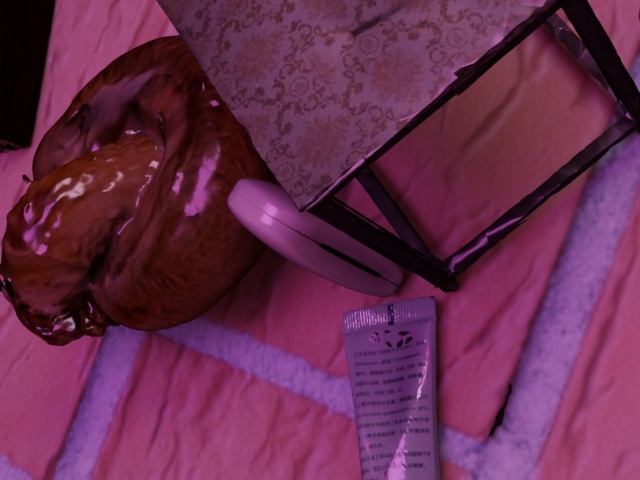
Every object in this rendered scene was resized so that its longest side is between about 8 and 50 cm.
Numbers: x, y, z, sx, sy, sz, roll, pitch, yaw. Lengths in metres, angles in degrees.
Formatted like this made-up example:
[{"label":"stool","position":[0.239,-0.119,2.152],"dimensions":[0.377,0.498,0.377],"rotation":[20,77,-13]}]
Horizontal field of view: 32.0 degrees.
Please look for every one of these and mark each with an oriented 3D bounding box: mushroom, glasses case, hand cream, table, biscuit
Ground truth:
[{"label":"mushroom","position":[-0.155,-0.030,0.969],"dimensions":[0.283,0.195,0.263],"rotation":[-41,53,-4]},{"label":"glasses case","position":[0.000,0.000,0.878],"dimensions":[0.074,0.193,0.049],"rotation":[35,95,37]},{"label":"hand cream","position":[0.063,0.209,0.872],"dimensions":[0.085,0.058,0.331],"rotation":[-13,72,27]},{"label":"table","position":[0.043,-0.172,0.851],"dimensions":[0.222,0.272,0.335],"rotation":[-41,62,13]},{"label":"biscuit","position":[-0.342,-0.226,1.169],"dimensions":[0.070,0.106,0.252],"rotation":[1,79,28]}]

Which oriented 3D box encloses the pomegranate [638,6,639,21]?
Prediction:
[{"label":"pomegranate","position":[0.312,-0.248,0.778],"dimensions":[0.198,0.198,0.246],"rotation":[39,110,30]}]
